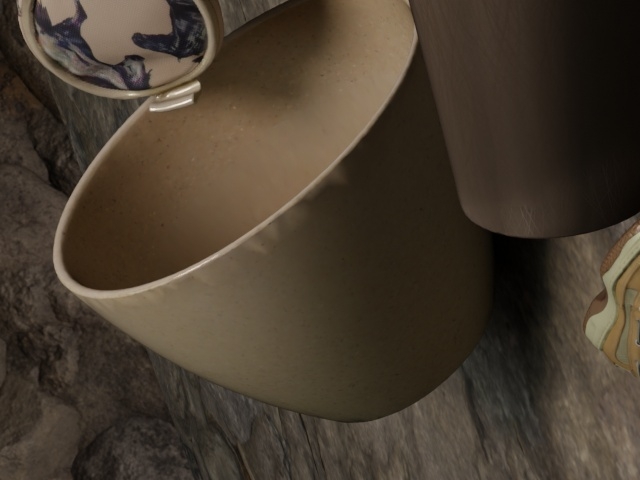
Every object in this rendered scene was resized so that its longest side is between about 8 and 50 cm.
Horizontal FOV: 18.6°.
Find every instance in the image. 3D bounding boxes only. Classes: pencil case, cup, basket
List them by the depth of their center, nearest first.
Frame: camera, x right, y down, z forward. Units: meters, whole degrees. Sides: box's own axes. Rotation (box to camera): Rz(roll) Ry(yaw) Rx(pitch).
[{"bbox_3d":[0.127,-0.128,1.142,0.204,0.154,0.227,-132,26,-59],"label":"basket"},{"bbox_3d":[0.000,0.000,1.477,0.237,0.331,0.331,51,174,-26],"label":"cup"},{"bbox_3d":[-0.146,-0.291,1.591,0.183,0.160,0.410,39,-145,-34],"label":"pencil case"}]

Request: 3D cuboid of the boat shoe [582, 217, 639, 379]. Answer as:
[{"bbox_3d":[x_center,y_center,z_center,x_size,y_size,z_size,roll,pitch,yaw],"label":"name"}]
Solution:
[{"bbox_3d":[0.212,0.036,1.187,0.072,0.068,0.190,54,168,20],"label":"boat shoe"}]
